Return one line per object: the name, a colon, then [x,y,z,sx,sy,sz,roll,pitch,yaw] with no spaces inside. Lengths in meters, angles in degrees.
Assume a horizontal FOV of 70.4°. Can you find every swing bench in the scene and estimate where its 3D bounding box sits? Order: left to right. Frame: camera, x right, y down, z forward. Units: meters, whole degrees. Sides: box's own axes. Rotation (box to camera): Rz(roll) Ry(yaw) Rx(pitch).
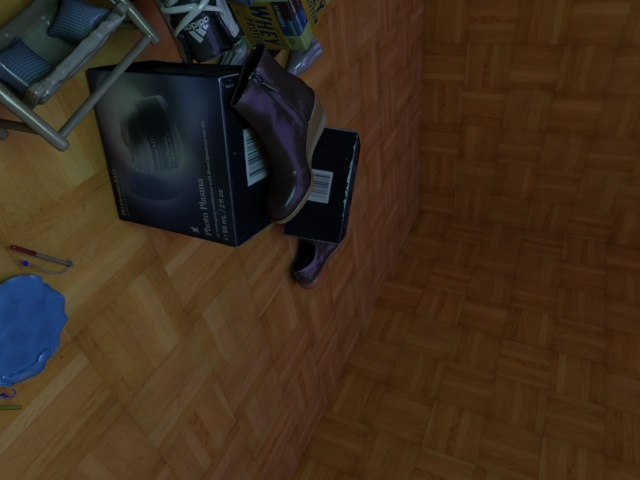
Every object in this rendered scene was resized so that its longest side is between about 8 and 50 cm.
swing bench: [-0.399,-0.303,0.601,0.253,0.165,0.254,-66,153,-26]

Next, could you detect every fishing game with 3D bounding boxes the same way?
fishing game: [-0.500,0.145,0.749,0.189,0.041,0.264,50,50,-71]

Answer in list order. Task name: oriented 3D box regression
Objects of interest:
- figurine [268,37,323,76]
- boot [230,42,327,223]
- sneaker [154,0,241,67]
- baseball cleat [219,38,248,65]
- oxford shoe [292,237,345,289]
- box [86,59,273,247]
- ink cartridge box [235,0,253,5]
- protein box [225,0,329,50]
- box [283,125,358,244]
figurine: [-0.095,-0.540,1.298,0.209,0.092,0.215,-60,152,-20]
boot: [-0.086,-0.171,0.770,0.207,0.090,0.248,30,75,-53]
sneaker: [-0.194,-0.396,0.624,0.257,0.169,0.447,62,2,-13]
baseball cleat: [-0.219,-0.385,1.090,0.205,0.072,0.109,-64,160,-21]
oxford shoe: [0.000,0.000,1.708,0.132,0.130,0.363,54,51,-52]
box: [-0.241,-0.173,0.857,0.183,0.294,0.296,-42,137,-53]
ink cartridge box: [-0.121,-0.733,0.914,0.270,0.151,0.395,120,-8,-70]
protein box: [-0.108,-0.579,1.083,0.199,0.201,0.136,-69,155,-20]
box: [0.017,-0.179,1.487,0.312,0.179,0.343,-43,143,-82]
